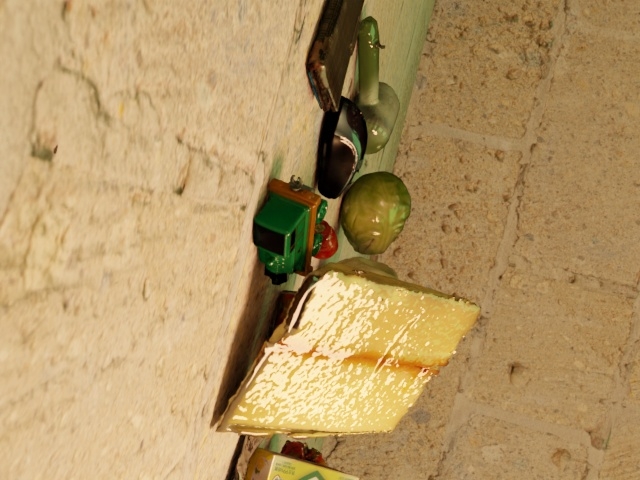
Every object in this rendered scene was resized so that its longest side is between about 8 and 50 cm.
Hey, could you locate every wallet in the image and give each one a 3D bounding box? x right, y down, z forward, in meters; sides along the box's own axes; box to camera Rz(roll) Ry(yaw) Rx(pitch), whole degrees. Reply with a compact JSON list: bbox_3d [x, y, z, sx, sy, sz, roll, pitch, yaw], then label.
[{"bbox_3d":[0.040,-0.407,1.358,0.169,0.044,0.317,68,35,-70],"label":"wallet"}]

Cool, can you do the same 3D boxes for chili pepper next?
[{"bbox_3d":[0.000,0.000,1.705,0.070,0.073,0.123,-40,159,-11],"label":"chili pepper"}]

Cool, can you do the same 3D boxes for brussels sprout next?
[{"bbox_3d":[0.157,-0.083,2.185,0.244,0.244,0.244,14,90,-82],"label":"brussels sprout"}]

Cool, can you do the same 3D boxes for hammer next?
[{"bbox_3d":[0.124,-0.380,1.792,0.335,0.119,0.206,87,17,-46],"label":"hammer"}]

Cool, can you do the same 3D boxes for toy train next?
[{"bbox_3d":[-0.057,-0.008,1.246,0.136,0.091,0.227,-53,160,-43],"label":"toy train"}]

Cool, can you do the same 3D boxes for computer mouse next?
[{"bbox_3d":[0.052,-0.196,1.612,0.137,0.096,0.233,-67,167,-48],"label":"computer mouse"}]

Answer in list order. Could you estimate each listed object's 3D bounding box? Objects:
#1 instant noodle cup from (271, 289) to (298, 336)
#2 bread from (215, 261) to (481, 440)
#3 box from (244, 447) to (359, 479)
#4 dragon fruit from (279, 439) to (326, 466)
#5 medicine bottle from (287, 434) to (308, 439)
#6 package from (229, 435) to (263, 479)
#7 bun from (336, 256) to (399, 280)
[{"bbox_3d":[-0.010,0.197,1.556,0.213,0.213,0.174,47,50,-80],"label":"instant noodle cup"},{"bbox_3d":[0.072,0.221,1.347,0.242,0.405,0.345,-111,-138,-85],"label":"bread"},{"bbox_3d":[-0.053,0.579,1.692,0.097,0.265,0.168,-5,-117,52],"label":"box"},{"bbox_3d":[-0.057,0.664,1.900,0.237,0.231,0.302,29,71,-76],"label":"dragon fruit"},{"bbox_3d":[-0.034,0.461,2.044,0.249,0.133,0.133,46,59,-81],"label":"medicine bottle"},{"bbox_3d":[-0.165,0.479,1.541,0.154,0.030,0.239,94,13,-56],"label":"package"},{"bbox_3d":[0.077,0.210,2.024,0.349,0.227,0.352,81,22,-70],"label":"bun"}]
